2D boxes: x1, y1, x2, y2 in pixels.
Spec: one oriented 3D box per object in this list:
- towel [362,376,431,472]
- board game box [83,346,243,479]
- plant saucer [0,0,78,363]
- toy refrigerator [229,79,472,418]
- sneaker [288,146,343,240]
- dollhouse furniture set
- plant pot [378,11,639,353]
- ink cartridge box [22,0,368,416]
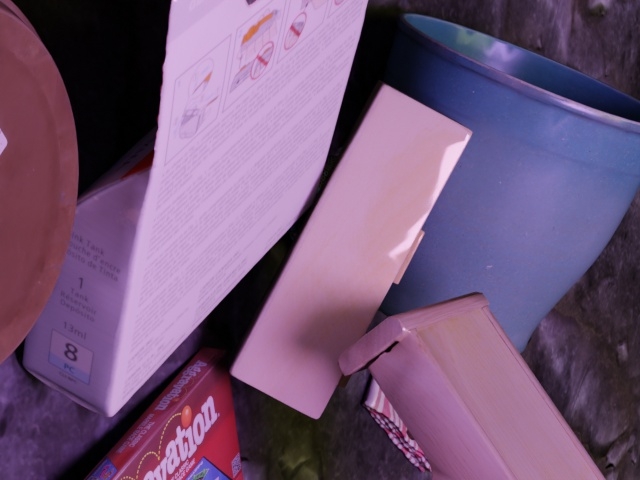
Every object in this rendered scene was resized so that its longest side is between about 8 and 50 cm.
[{"bbox_3d":[0.109,0.145,1.972,0.197,0.029,0.144,51,54,-53],"label":"towel"},{"bbox_3d":[-0.136,0.215,1.525,0.281,0.027,0.145,-49,138,-54],"label":"board game box"},{"bbox_3d":[-0.229,-0.027,1.139,0.278,0.041,0.278,-24,118,-56],"label":"plant saucer"},{"bbox_3d":[0.027,0.007,1.599,0.270,0.094,0.102,-61,-176,5],"label":"toy refrigerator"},{"bbox_3d":[0.000,0.000,1.718,0.076,0.065,0.167,-9,104,-42],"label":"sneaker"},{"bbox_3d":[0.028,0.264,1.608,0.256,0.394,0.362,57,26,12],"label":"dollhouse furniture set"},{"bbox_3d":[0.153,-0.043,1.773,0.271,0.271,0.255,-4,119,-60],"label":"plant pot"},{"bbox_3d":[-0.078,-0.101,1.368,0.308,0.091,0.385,-47,158,-43],"label":"ink cartridge box"}]
